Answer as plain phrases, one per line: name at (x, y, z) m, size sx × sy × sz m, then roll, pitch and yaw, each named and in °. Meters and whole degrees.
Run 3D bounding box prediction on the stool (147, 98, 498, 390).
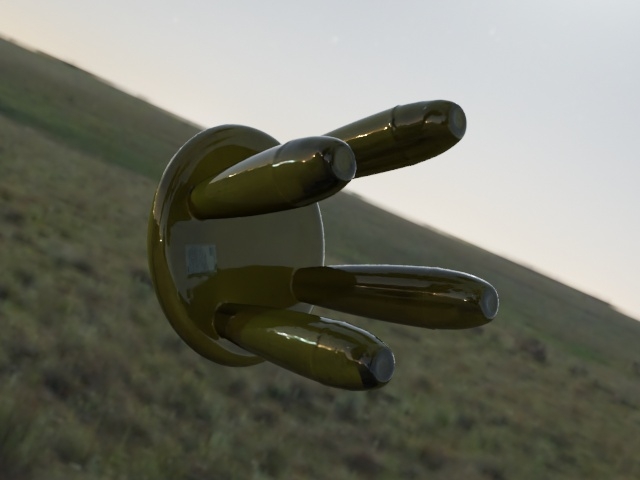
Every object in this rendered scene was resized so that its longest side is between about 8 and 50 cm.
stool at (0.000, 0.000, 0.547) m, size 0.110 × 0.135 × 0.134 m, roll -1°, pitch -31°, yaw 39°
